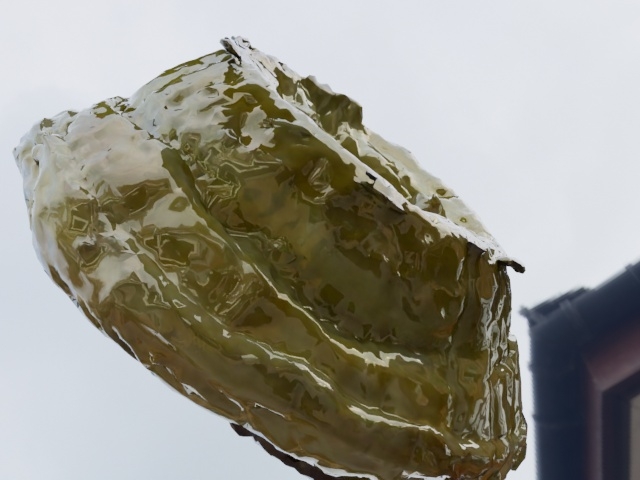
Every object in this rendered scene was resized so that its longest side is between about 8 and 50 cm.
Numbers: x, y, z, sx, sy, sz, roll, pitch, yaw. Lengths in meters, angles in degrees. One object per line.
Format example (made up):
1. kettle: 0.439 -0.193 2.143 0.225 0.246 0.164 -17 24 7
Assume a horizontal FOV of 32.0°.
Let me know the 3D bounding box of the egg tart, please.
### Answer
1. egg tart: 0.000 0.000 0.524 0.290 0.290 0.115 31 -74 -19
